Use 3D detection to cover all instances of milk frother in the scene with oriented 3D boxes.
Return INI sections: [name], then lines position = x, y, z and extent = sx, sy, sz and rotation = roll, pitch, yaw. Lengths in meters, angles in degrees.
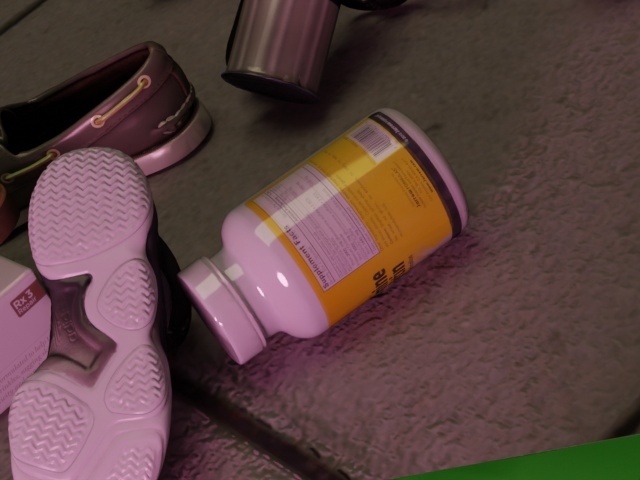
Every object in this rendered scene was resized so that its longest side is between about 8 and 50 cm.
[milk frother]
position = 0.000, -0.177, 1.338
extent = 0.129, 0.143, 0.135
rotation = 170, 115, -79

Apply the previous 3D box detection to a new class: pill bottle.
[pill bottle]
position = 0.000, 0.000, 1.082
extent = 0.184, 0.103, 0.103
rotation = -35, 34, -10

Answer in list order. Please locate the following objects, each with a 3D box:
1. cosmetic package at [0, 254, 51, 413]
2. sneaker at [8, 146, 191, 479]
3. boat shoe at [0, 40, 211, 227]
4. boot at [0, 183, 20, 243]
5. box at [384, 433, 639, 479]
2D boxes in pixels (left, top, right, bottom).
[cosmetic package]
position = -0.300, 0.059, 1.240
extent = 0.117, 0.085, 0.231
rotation = -42, 37, -22
[sneaker]
position = -0.135, 0.084, 1.076
extent = 0.101, 0.153, 0.268
rotation = -3, 74, 7
[boat shoe]
position = -0.247, -0.077, 1.373
extent = 0.305, 0.091, 0.109
rotation = -22, 34, 10
[boot]
position = -0.375, -0.045, 1.257
extent = 0.305, 0.115, 0.112
rotation = -3, 40, 33
[box]
position = 0.092, 0.201, 0.629
extent = 0.262, 0.231, 0.127
rotation = -13, 36, 21
